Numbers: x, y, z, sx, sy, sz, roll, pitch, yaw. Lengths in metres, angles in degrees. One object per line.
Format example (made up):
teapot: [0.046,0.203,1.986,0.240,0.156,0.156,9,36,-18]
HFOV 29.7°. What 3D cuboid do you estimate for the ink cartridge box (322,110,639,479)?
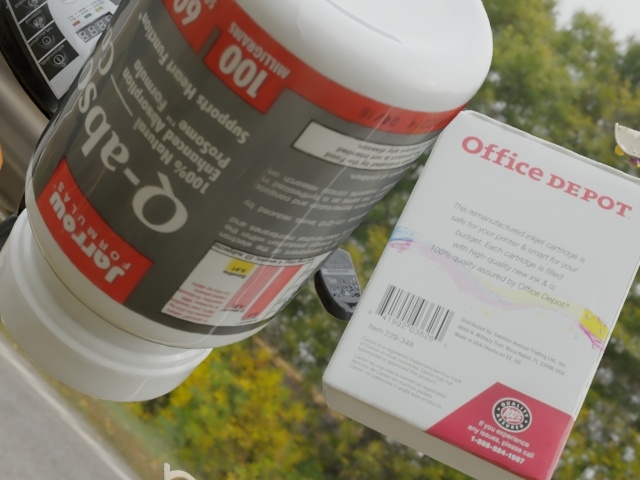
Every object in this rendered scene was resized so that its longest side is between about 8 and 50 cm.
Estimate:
ink cartridge box: [0.165,0.061,1.160,0.226,0.306,0.131,25,-18,10]

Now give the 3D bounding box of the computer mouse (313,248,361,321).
computer mouse: [0.000,0.000,1.644,0.071,0.041,0.242,6,61,-41]

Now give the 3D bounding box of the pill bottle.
pill bottle: [-0.070,-0.058,0.808,0.210,0.363,0.210,24,39,-21]

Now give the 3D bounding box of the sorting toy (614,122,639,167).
sorting toy: [0.442,-0.119,1.672,0.083,0.045,0.075,22,-10,19]

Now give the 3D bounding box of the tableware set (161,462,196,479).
tableware set: [-0.137,0.342,1.418,0.168,0.020,0.141,26,42,-24]

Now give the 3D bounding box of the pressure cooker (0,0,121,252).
pressure cooker: [-0.283,-0.162,1.558,0.420,0.370,0.375,45,22,15]

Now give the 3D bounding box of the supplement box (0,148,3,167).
supplement box: [-0.386,-0.160,1.247,0.080,0.078,0.233,-96,-175,-57]
